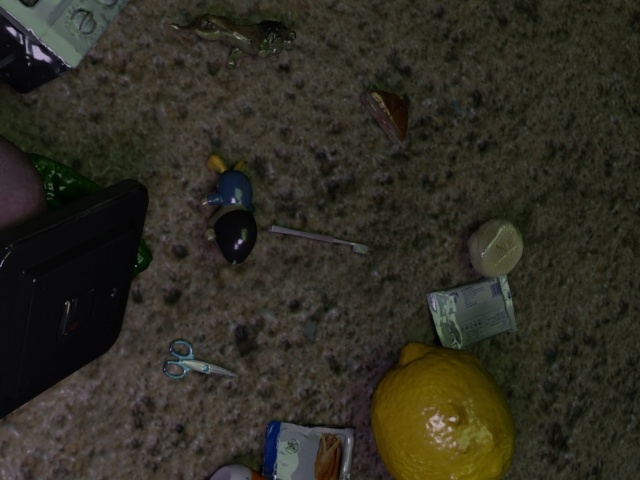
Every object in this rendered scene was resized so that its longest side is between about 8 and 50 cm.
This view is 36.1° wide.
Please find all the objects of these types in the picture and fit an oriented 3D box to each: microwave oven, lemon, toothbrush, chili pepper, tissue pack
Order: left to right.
[{"bbox_3d":[-0.418,-0.346,1.242,0.295,0.237,0.181,42,65,-25],"label":"microwave oven"},{"bbox_3d":[-0.337,-0.034,1.364,0.253,0.083,0.099,41,67,-29],"label":"chili pepper"},{"bbox_3d":[0.000,-0.002,1.619,0.194,0.014,0.017,14,78,-32],"label":"toothbrush"},{"bbox_3d":[0.197,0.298,1.594,0.233,0.233,0.288,-25,96,-32],"label":"lemon"},{"bbox_3d":[0.280,0.131,1.784,0.193,0.026,0.123,-15,93,-33],"label":"tissue pack"}]

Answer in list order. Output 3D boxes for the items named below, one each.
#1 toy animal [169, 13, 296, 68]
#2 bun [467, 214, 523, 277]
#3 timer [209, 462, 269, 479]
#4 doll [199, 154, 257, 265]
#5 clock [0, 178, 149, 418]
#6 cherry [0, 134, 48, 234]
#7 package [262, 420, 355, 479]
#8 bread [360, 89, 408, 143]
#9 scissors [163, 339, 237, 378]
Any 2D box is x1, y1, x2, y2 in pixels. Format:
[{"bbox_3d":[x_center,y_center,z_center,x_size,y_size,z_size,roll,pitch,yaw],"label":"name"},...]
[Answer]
[{"bbox_3d":[-0.136,-0.312,1.530,0.219,0.069,0.086,2,63,-38],"label":"toy animal"},{"bbox_3d":[0.314,0.010,1.792,0.115,0.069,0.115,-12,113,-30],"label":"bun"},{"bbox_3d":[-0.116,0.405,1.454,0.136,0.099,0.136,-1,93,-23],"label":"timer"},{"bbox_3d":[-0.137,-0.041,1.497,0.102,0.089,0.179,12,56,-32],"label":"doll"},{"bbox_3d":[-0.322,0.079,1.240,0.273,0.049,0.279,-36,149,-54],"label":"clock"},{"bbox_3d":[-0.471,-0.022,1.171,0.261,0.221,0.308,15,66,7],"label":"cherry"},{"bbox_3d":[-0.021,0.378,1.562,0.173,0.027,0.171,12,79,-35],"label":"package"},{"bbox_3d":[0.123,-0.226,1.703,0.062,0.043,0.109,-44,108,-27],"label":"bread"},{"bbox_3d":[-0.179,0.191,1.483,0.119,0.014,0.058,22,78,-27],"label":"scissors"}]
